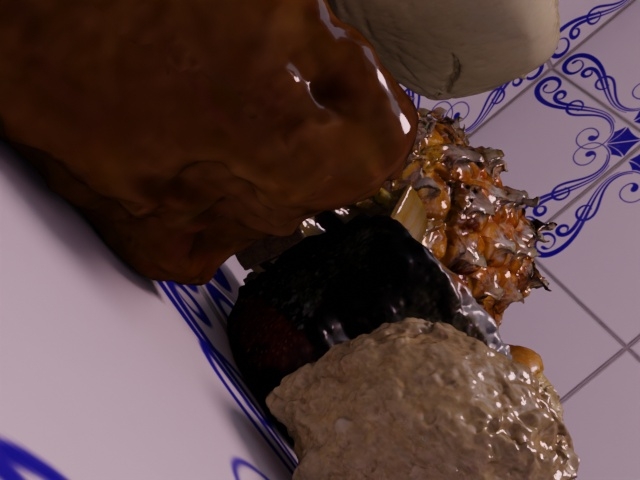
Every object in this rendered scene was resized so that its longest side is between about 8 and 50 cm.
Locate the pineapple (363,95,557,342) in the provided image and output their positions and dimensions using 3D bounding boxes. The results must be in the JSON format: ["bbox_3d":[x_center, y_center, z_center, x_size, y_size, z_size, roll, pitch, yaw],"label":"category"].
[{"bbox_3d":[0.108,-0.019,1.410,0.300,0.352,0.352,48,2,-44],"label":"pineapple"}]

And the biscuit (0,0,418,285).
[{"bbox_3d":[-0.118,-0.149,0.621,0.343,0.166,0.395,55,0,-7],"label":"biscuit"}]

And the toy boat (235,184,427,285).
[{"bbox_3d":[0.000,0.000,0.844,0.088,0.068,0.226,39,-28,-17],"label":"toy boat"}]

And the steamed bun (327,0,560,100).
[{"bbox_3d":[0.044,-0.181,0.614,0.238,0.152,0.170,41,35,-60],"label":"steamed bun"}]

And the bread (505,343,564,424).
[{"bbox_3d":[0.165,0.184,1.141,0.121,0.174,0.245,46,0,6],"label":"bread"}]

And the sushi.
[{"bbox_3d":[0.024,0.059,0.672,0.136,0.126,0.225,50,-1,-4],"label":"sushi"}]

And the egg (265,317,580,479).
[{"bbox_3d":[0.047,0.096,0.505,0.140,0.116,0.118,19,6,32],"label":"egg"}]
